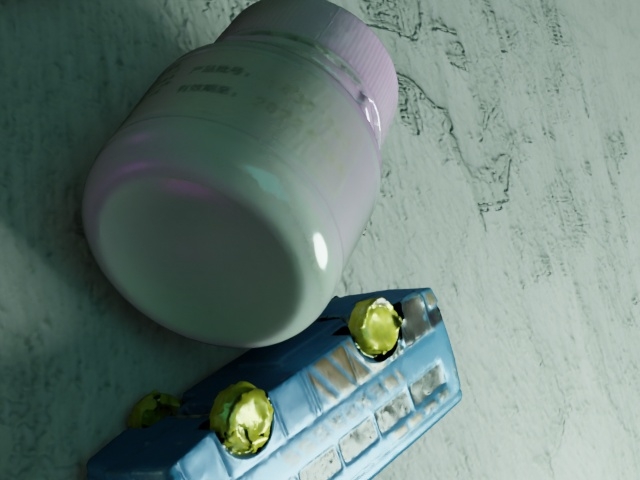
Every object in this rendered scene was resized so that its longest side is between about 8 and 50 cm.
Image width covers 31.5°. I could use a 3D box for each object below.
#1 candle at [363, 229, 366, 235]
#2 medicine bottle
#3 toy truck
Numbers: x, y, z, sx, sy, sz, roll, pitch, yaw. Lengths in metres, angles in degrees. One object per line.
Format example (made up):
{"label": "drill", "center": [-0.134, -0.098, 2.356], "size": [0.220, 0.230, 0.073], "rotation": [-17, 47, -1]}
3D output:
{"label": "candle", "center": [0.000, 0.000, 1.229], "size": [0.162, 0.048, 0.053], "rotation": [-41, 132, -43]}
{"label": "medicine bottle", "center": [-0.060, -0.076, 1.075], "size": [0.241, 0.241, 0.302], "rotation": [46, 42, -18]}
{"label": "toy truck", "center": [-0.029, 0.170, 1.074], "size": [0.385, 0.161, 0.162], "rotation": [-30, 104, -43]}
